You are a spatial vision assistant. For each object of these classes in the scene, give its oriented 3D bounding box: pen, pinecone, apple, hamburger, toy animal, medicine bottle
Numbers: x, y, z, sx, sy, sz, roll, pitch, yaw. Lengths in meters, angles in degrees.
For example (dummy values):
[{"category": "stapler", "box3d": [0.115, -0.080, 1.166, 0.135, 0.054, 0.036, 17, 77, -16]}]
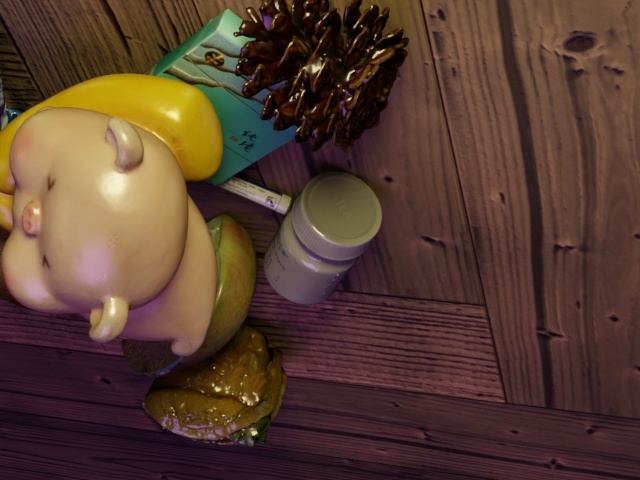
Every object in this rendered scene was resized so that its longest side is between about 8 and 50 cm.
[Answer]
[{"category": "pen", "box3d": [-0.129, -0.081, 1.649, 0.204, 0.025, 0.025, 23, 146, -7]}, {"category": "pinecone", "box3d": [-0.010, -0.178, 1.340, 0.165, 0.163, 0.163, 29, 149, 12]}, {"category": "apple", "box3d": [-0.169, 0.096, 1.785, 0.120, 0.193, 0.265, 25, 145, -29]}, {"category": "hamburger", "box3d": [-0.144, 0.196, 1.910, 0.183, 0.206, 0.130, 11, 127, 9]}, {"category": "toy animal", "box3d": [-0.253, -0.001, 1.458, 0.277, 0.247, 0.345, 5, 121, 0]}, {"category": "medicine bottle", "box3d": [0.000, 0.000, 1.632, 0.105, 0.105, 0.168, 23, 147, -7]}]

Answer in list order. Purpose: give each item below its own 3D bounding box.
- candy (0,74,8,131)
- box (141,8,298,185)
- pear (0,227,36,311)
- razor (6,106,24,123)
[{"category": "candy", "box3d": [-0.423, -0.138, 1.578, 0.145, 0.070, 0.275, 1, 106, 21]}, {"category": "box", "box3d": [-0.112, -0.154, 1.516, 0.162, 0.041, 0.229, 35, 143, -24]}, {"category": "pear", "box3d": [-0.338, -0.005, 1.702, 0.211, 0.188, 0.228, 5, 153, 40]}, {"category": "razor", "box3d": [-0.436, -0.163, 1.652, 0.324, 0.093, 0.056, 14, -177, 12]}]
